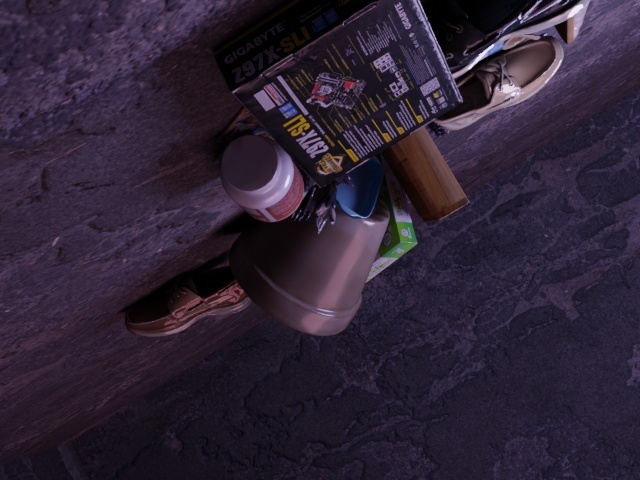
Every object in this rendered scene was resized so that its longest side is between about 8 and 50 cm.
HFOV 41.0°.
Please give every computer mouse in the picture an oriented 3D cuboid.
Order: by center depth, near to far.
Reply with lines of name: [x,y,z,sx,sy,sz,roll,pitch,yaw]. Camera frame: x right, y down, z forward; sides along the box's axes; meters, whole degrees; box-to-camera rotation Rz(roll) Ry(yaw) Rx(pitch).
computer mouse: [0.231,-0.225,2.100,0.193,0.042,0.106,-40,172,21]

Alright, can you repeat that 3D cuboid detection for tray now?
tray: [0.203,-0.141,1.771,0.076,0.203,0.411,-31,179,4]

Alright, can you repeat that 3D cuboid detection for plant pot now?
plant pot: [0.000,0.000,1.905,0.323,0.323,0.280,-15,144,-57]

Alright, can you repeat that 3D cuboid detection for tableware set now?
tableware set: [0.383,-0.408,1.626,0.128,0.039,0.194,-31,170,2]

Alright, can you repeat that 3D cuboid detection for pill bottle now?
pill bottle: [-0.098,-0.105,1.428,0.121,0.121,0.216,-31,170,1]

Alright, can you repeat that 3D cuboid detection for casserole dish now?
casserole dish: [0.068,-0.122,1.769,0.037,0.114,0.188,-30,-148,46]

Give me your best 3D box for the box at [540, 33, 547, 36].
box: [0.452,-0.389,1.919,0.109,0.042,0.178,-30,171,-6]

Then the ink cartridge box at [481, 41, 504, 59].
ink cartridge box: [0.230,-0.331,1.491,0.181,0.062,0.104,-31,170,3]

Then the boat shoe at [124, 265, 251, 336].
boat shoe: [-0.328,0.136,2.104,0.324,0.123,0.117,-19,134,-15]

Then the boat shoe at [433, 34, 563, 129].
boat shoe: [0.366,-0.328,1.794,0.302,0.109,0.098,-28,173,22]

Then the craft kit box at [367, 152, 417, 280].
craft kit box: [0.116,-0.047,2.051,0.060,0.247,0.250,3,151,-33]

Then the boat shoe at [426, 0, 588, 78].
boat shoe: [0.234,-0.345,1.300,0.339,0.127,0.113,-18,148,19]

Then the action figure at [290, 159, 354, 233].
action figure: [-0.036,-0.091,1.634,0.275,0.164,0.141,138,-29,-74]

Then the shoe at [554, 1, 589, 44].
shoe: [0.492,-0.443,1.665,0.058,0.077,0.219,-27,169,9]

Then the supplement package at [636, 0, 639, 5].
supplement package: [0.724,-0.543,1.633,0.203,0.149,0.194,-26,169,-23]

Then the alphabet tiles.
alphabet tiles: [-0.078,-0.200,1.397,0.198,0.009,0.237,-22,167,-42]

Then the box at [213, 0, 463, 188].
box: [0.040,-0.220,1.174,0.257,0.079,0.322,-29,153,10]
